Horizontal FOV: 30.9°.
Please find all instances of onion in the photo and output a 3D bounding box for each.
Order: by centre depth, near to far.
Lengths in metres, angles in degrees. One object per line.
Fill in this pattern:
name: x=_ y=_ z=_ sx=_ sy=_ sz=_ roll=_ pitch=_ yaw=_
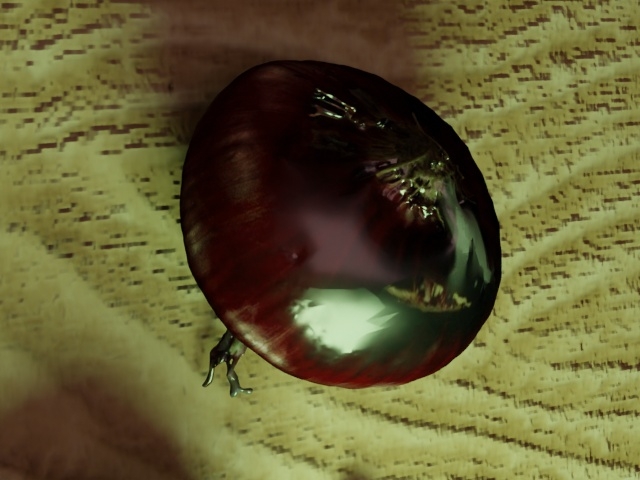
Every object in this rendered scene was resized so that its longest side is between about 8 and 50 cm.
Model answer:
onion: x=0.000 y=0.000 z=0.906 sx=0.273 sy=0.285 sz=0.273 roll=24 pitch=46 yaw=-27
